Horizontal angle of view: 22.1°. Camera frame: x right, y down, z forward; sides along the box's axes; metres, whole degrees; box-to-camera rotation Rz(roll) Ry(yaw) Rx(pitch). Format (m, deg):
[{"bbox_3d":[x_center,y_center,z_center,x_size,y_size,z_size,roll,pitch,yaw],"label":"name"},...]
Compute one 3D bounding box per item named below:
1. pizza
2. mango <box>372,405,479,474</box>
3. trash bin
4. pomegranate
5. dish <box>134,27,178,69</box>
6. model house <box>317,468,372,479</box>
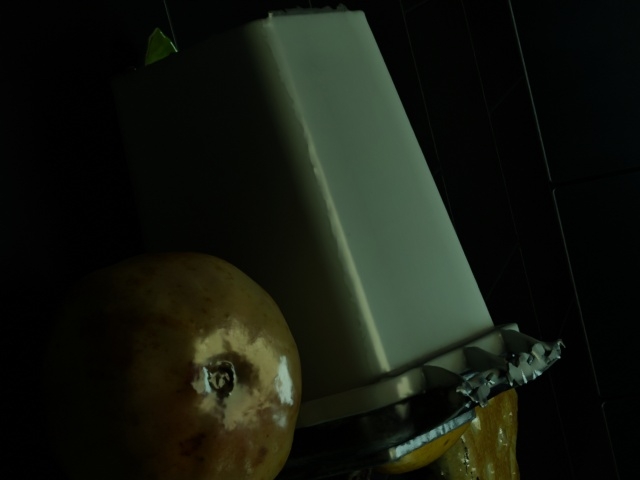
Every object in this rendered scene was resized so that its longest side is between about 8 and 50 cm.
[{"bbox_3d":[0.184,0.231,2.172,0.278,0.114,0.409,-66,142,-60],"label":"pizza"},{"bbox_3d":[0.097,0.164,1.861,0.290,0.159,0.191,-44,141,-57],"label":"mango"},{"bbox_3d":[0.000,0.000,1.362,0.256,0.296,0.368,-15,88,-54],"label":"trash bin"},{"bbox_3d":[-0.112,0.107,1.184,0.207,0.207,0.207,-11,90,-73],"label":"pomegranate"},{"bbox_3d":[-0.140,-0.124,1.490,0.137,0.039,0.091,54,30,-47],"label":"dish"},{"bbox_3d":[0.017,0.299,1.562,0.164,0.141,0.203,67,15,-2],"label":"model house"}]
